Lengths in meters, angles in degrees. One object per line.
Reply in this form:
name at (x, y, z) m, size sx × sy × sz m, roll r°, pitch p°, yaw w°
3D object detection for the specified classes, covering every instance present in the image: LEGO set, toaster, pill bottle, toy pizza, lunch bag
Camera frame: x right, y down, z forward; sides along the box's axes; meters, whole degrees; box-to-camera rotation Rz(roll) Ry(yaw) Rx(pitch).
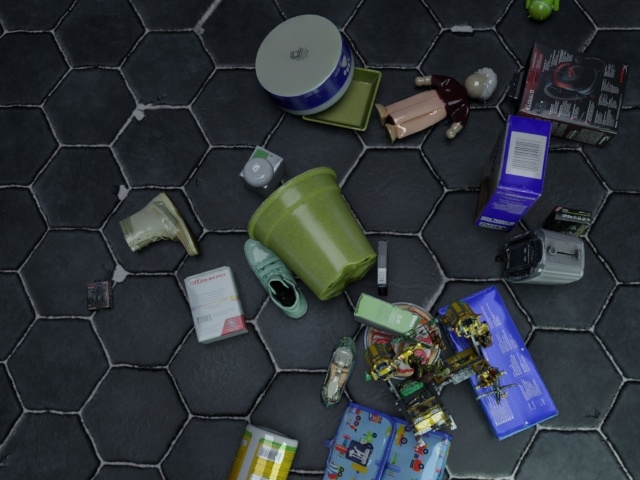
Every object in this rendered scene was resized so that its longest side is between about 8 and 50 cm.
LEGO set at (0.278, 0.314, 1.528) m, size 0.331 × 0.255 × 0.192 m, roll -21°, pitch 32°, yaw -4°
toaster at (0.561, 0.049, 1.690) m, size 0.146 × 0.227 × 0.129 m, roll 8°, pitch 77°, yaw -12°
pill bottle at (-0.156, 0.584, 1.620) m, size 0.136 × 0.136 × 0.246 m, roll 18°, pitch 78°, yaw 8°
toy pizza at (0.214, 0.259, 1.735) m, size 0.201 × 0.032 × 0.201 m, roll -1°, pitch 76°, yaw 3°
lunch bag at (0.150, 0.538, 1.636) m, size 0.293 × 0.138 × 0.221 m, roll 14°, pitch 76°, yaw 19°

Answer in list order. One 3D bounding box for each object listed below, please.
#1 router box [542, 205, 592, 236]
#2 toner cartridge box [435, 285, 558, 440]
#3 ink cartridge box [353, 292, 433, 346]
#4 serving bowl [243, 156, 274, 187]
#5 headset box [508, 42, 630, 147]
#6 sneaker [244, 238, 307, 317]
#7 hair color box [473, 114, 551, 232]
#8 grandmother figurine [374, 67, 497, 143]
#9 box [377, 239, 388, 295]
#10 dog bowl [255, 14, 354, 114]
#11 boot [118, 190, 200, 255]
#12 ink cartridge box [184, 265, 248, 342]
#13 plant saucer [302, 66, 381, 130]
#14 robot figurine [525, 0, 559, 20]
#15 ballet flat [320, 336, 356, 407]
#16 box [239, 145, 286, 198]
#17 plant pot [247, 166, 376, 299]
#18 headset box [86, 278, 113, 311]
router box at (0.642, -0.046, 1.742) m, size 0.092 × 0.122 × 0.038 m, roll 10°, pitch 72°, yaw 6°
toner cartridge box at (0.440, 0.306, 1.688) m, size 0.165 × 0.075 × 0.348 m, roll -23°, pitch 75°, yaw -1°
ink cartridge box at (0.189, 0.204, 1.677) m, size 0.209 × 0.109 × 0.062 m, roll 21°, pitch 78°, yaw 7°
serving bowl at (-0.166, -0.184, 1.767) m, size 0.083 × 0.027 × 0.083 m, roll -1°, pitch 76°, yaw 4°
headset box at (0.670, -0.403, 1.837) m, size 0.293 × 0.110 × 0.218 m, roll 14°, pitch 77°, yaw 7°
sneaker at (-0.122, 0.080, 1.739) m, size 0.094 × 0.151 × 0.256 m, roll -35°, pitch 75°, yaw -4°
hair color box at (0.471, -0.155, 1.667) m, size 0.110 × 0.339 × 0.185 m, roll 11°, pitch 77°, yaw 8°
grandmother figurine at (0.336, -0.381, 1.860) m, size 0.342 × 0.104 × 0.208 m, roll -25°, pitch 84°, yaw 0°
box at (0.161, 0.073, 1.720) m, size 0.029 × 0.162 × 0.116 m, roll 0°, pitch 75°, yaw 7°
dog bowl at (-0.045, -0.492, 1.867) m, size 0.264 × 0.104 × 0.265 m, roll -7°, pitch 69°, yaw 19°
boot at (-0.439, -0.011, 1.820) m, size 0.165 × 0.077 × 0.213 m, roll -34°, pitch 71°, yaw -6°
ink cartridge box at (-0.274, 0.171, 1.765) m, size 0.127 × 0.072 × 0.175 m, roll -16°, pitch 75°, yaw 0°
plant saucer at (0.064, -0.404, 1.900) m, size 0.188 × 0.045 × 0.188 m, roll 13°, pitch 77°, yaw 12°
robot figurine at (0.646, -0.687, 1.933) m, size 0.101 × 0.067 × 0.115 m, roll 22°, pitch 77°, yaw 37°
ballet flat at (0.049, 0.336, 1.709) m, size 0.070 × 0.070 × 0.188 m, roll 14°, pitch 77°, yaw 7°
box at (-0.157, -0.186, 1.834) m, size 0.087 × 0.102 × 0.101 m, roll 28°, pitch 79°, yaw 8°
plant pot at (0.000, 0.000, 1.681) m, size 0.276 × 0.276 × 0.254 m, roll -36°, pitch 73°, yaw -6°
headset box at (-0.599, 0.147, 1.811) m, size 0.062 × 0.032 × 0.083 m, roll -7°, pitch 77°, yaw 2°
